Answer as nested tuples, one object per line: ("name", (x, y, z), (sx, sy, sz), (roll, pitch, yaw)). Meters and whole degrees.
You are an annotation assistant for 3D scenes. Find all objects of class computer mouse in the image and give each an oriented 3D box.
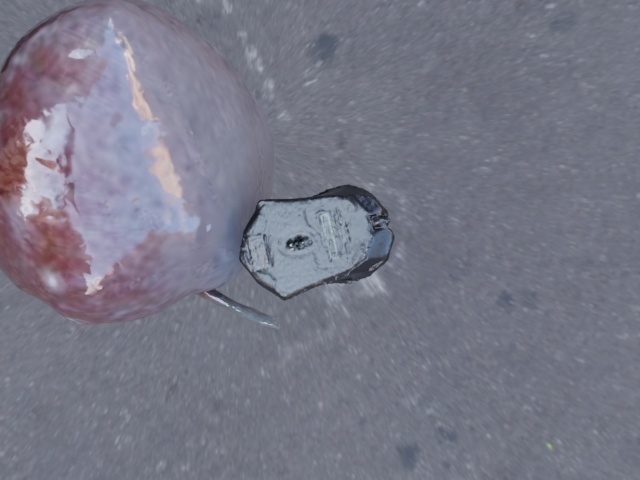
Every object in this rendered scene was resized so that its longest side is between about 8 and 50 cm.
("computer mouse", (0.000, 0.000, 1.185), (0.172, 0.057, 0.099), (-13, 87, 30))

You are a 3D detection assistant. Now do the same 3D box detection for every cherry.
("cherry", (-0.191, -0.085, 1.292), (0.326, 0.291, 0.335), (-10, 112, -44))
